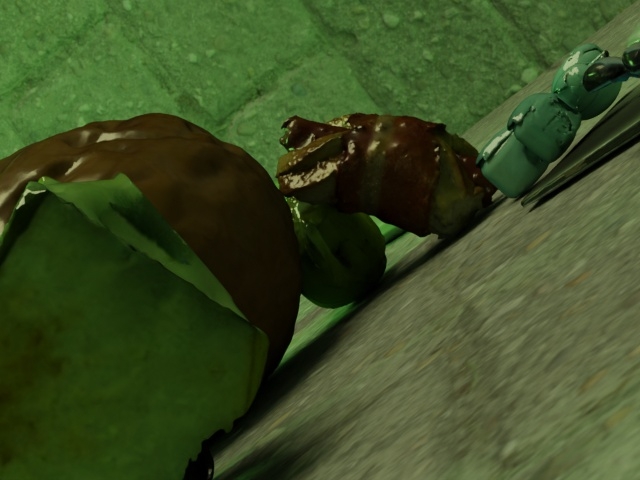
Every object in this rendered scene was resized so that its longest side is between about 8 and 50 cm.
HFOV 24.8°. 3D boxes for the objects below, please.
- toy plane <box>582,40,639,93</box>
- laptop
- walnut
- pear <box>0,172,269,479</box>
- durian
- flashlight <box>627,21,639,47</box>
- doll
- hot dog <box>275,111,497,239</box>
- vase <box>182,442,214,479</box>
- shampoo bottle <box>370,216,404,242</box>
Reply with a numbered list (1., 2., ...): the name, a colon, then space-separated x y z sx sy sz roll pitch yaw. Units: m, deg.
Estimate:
1. toy plane: 0.301 -0.169 0.998 0.246 0.078 0.169 -38 2 -6
2. laptop: 0.277 -0.121 1.196 0.187 0.015 0.269 -36 3 39
3. walnut: -0.194 0.057 1.290 0.354 0.308 0.398 -23 7 26
4. pear: -0.162 0.103 0.915 0.286 0.176 0.282 -60 11 -3
5. durian: 0.000 0.000 1.471 0.101 0.139 0.250 -42 19 9
6. flashlight: 0.365 -0.216 1.408 0.093 0.047 0.200 -39 5 -10
7. doll: 0.208 -0.111 1.283 0.158 0.059 0.159 -46 -6 -15
8. hot dog: 0.065 -0.075 1.376 0.146 0.213 0.103 -77 0 -62
9. vase: -0.153 0.191 1.051 0.167 0.059 0.059 -36 3 28
10. shampoo bottle: 0.101 -0.037 1.813 0.072 0.049 0.212 -44 5 -36
